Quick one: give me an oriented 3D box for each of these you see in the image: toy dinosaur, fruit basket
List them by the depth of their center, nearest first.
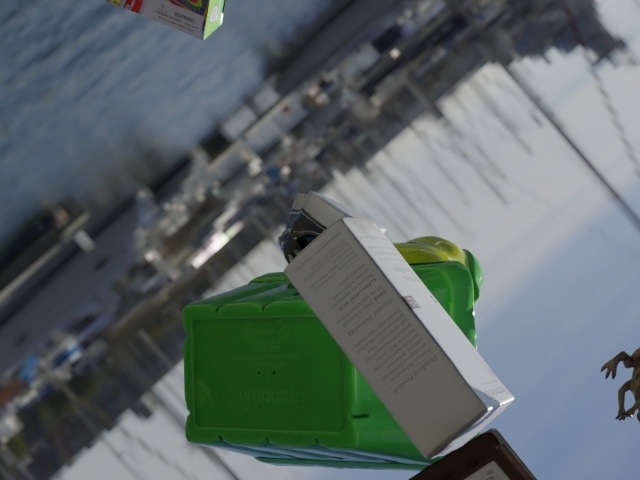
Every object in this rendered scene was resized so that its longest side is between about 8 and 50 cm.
[{"bbox_3d":[0.328,0.120,1.664,0.092,0.053,0.183,-20,132,-47],"label":"toy dinosaur"},{"bbox_3d":[0.061,0.134,2.013,0.392,0.283,0.392,-2,177,0],"label":"fruit basket"}]

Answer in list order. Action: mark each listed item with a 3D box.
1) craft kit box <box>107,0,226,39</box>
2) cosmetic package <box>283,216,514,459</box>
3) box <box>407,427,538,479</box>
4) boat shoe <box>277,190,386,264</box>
[{"bbox_3d":[-0.199,-0.363,1.724,0.061,0.250,0.246,-50,159,-54],"label":"craft kit box"},{"bbox_3d":[0.076,0.091,1.596,0.085,0.231,0.117,-43,168,14],"label":"cosmetic package"},{"bbox_3d":[0.193,0.367,1.529,0.143,0.191,0.381,-31,138,-10],"label":"box"},{"bbox_3d":[0.000,0.000,2.121,0.102,0.108,0.301,-64,-167,-2],"label":"boat shoe"}]
